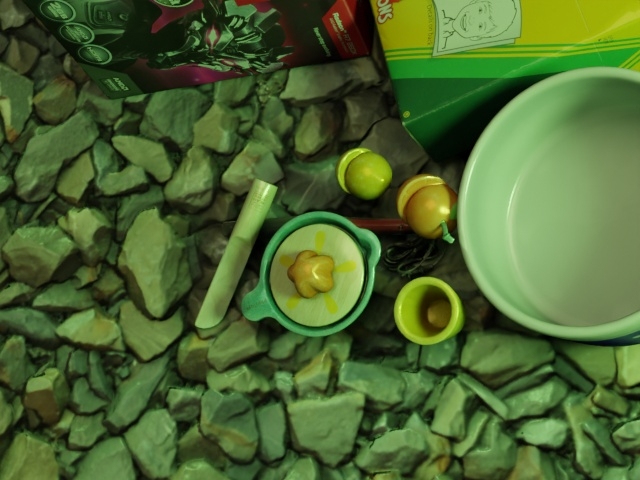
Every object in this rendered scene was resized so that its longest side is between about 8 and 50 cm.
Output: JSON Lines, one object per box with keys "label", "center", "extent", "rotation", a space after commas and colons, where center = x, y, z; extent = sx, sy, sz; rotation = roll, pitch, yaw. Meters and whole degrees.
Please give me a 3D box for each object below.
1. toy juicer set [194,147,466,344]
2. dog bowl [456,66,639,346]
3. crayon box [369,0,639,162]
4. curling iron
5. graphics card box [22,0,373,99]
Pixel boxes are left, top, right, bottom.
{"label": "toy juicer set", "center": [0.000, 0.000, 1.146], "extent": [0.328, 0.089, 0.209], "rotation": [2, 83, 25]}
{"label": "dog bowl", "center": [0.273, -0.030, 1.044], "extent": [0.264, 0.104, 0.265], "rotation": [-10, 73, 34]}
{"label": "crayon box", "center": [0.213, -0.312, 1.207], "extent": [0.313, 0.106, 0.363], "rotation": [-24, 57, 20]}
{"label": "curling iron", "center": [0.008, -0.003, 1.210], "extent": [0.274, 0.035, 0.068], "rotation": [8, 69, 22]}
{"label": "graphics card box", "center": [-0.140, -0.291, 1.283], "extent": [0.370, 0.233, 0.094], "rotation": [-6, 65, 15]}
